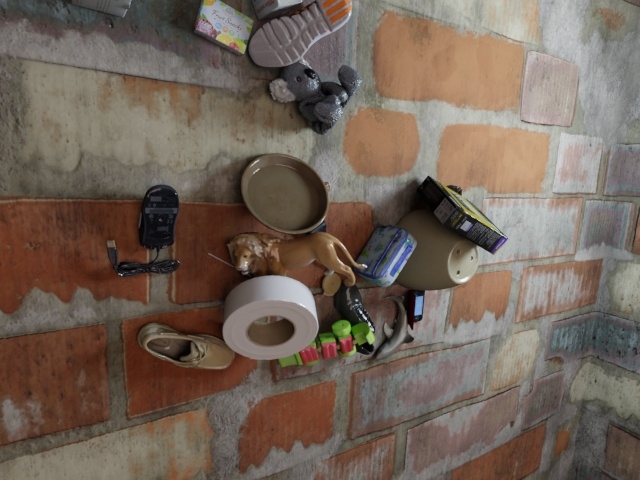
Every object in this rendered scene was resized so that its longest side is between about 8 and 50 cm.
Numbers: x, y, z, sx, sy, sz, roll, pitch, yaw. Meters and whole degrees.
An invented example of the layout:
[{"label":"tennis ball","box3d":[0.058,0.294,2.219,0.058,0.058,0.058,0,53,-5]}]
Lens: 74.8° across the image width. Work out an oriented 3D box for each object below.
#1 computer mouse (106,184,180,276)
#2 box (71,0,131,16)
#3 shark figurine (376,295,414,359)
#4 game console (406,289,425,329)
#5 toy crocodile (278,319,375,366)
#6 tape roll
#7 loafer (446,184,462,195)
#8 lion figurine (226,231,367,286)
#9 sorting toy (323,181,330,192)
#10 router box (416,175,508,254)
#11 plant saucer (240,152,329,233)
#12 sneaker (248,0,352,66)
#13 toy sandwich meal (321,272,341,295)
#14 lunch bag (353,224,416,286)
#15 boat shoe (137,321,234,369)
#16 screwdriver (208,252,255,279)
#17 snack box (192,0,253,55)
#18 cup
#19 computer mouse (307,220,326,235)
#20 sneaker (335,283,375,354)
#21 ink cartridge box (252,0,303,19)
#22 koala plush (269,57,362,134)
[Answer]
[{"label":"computer mouse","box3d":[-0.478,-0.026,1.127,0.184,0.060,0.262,-8,116,-34]},{"label":"box","box3d":[-0.482,-0.625,0.925,0.119,0.181,0.182,0,99,-32]},{"label":"shark figurine","box3d":[0.325,0.345,1.657,0.166,0.116,0.278,5,99,-33]},{"label":"game console","box3d":[0.397,0.277,1.699,0.124,0.085,0.144,-3,102,-30]},{"label":"toy crocodile","box3d":[0.016,0.360,1.430,0.340,0.105,0.115,-13,109,-3]},{"label":"tape roll","box3d":[-0.152,0.240,1.268,0.286,0.100,0.286,-5,131,-6]},{"label":"loafer","box3d":[0.548,-0.141,1.719,0.062,0.061,0.170,-14,107,-29]},{"label":"lion figurine","box3d":[-0.068,0.044,1.280,0.392,0.142,0.240,-16,120,2]},{"label":"sorting toy","box3d":[-0.002,-0.146,1.399,0.083,0.045,0.075,-35,123,-21]},{"label":"router box","box3d":[0.507,-0.100,1.531,0.243,0.309,0.081,27,113,-19]},{"label":"plant saucer","box3d":[-0.107,-0.138,1.263,0.278,0.041,0.278,11,61,-21]},{"label":"sneaker","box3d":[-0.053,-0.610,1.227,0.321,0.180,0.124,-22,114,11]},{"label":"toy sandwich meal","box3d":[0.036,0.155,1.491,0.085,0.029,0.085,-4,97,-30]},{"label":"lunch bag","box3d":[0.231,0.051,1.499,0.090,0.176,0.219,40,79,-31]},{"label":"boat shoe","box3d":[-0.382,0.326,1.230,0.302,0.098,0.109,30,84,-32]},{"label":"screwdriver","box3d":[-0.271,0.077,1.293,0.025,0.024,0.170,-43,121,17]},{"label":"snack box","box3d":[-0.265,-0.588,1.149,0.141,0.037,0.100,16,90,-33]},{"label":"cup","box3d":[0.457,0.054,1.601,0.331,0.237,0.331,-6,103,-30]},{"label":"computer mouse","box3d":[0.000,0.000,1.437,0.071,0.041,0.242,-36,123,-22]},{"label":"sneaker","box3d":[0.141,0.285,1.519,0.109,0.130,0.286,-25,111,-30]},{"label":"ink cartridge box","box3d":[-0.140,-0.727,1.129,0.087,0.153,0.208,-27,112,-23]},{"label":"koala plush","box3d":[-0.030,-0.447,1.263,0.221,0.203,0.196,33,73,-11]}]
